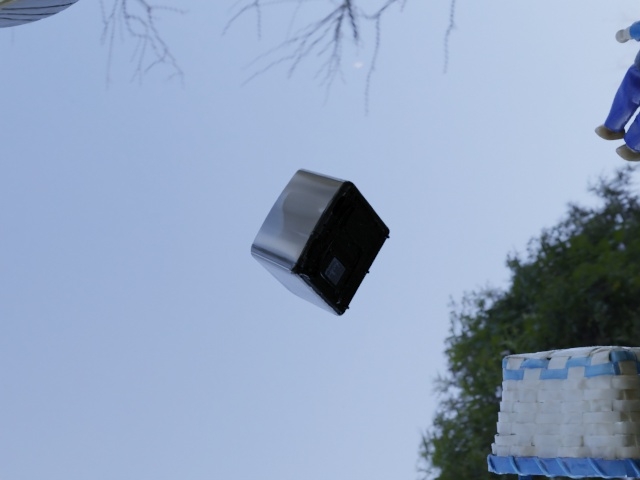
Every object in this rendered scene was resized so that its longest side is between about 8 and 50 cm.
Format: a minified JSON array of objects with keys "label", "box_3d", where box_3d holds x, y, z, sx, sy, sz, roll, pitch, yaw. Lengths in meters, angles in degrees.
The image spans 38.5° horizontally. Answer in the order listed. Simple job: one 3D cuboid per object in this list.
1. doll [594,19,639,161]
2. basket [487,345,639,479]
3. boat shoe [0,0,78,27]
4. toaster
[{"label":"doll","box_3d":[0.352,-0.178,0.951,0.046,0.189,0.129,-8,-132,-32]},{"label":"basket","box_3d":[0.329,0.271,1.073,0.201,0.255,0.289,12,-103,-34]},{"label":"boat shoe","box_3d":[-0.228,-0.240,0.767,0.080,0.223,0.073,-23,-83,-52]},{"label":"toaster","box_3d":[0.000,0.000,1.371,0.168,0.110,0.185,-61,-36,-13]}]
